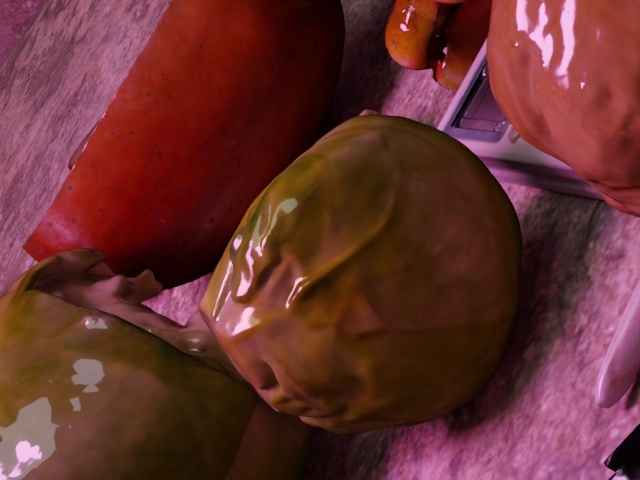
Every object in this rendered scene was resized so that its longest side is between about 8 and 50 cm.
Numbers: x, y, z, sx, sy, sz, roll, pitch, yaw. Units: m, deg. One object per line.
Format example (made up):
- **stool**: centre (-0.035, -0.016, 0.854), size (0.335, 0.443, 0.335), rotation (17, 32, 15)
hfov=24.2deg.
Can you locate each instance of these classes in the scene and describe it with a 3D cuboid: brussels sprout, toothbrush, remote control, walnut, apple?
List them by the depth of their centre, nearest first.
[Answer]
- **walnut**: centre (0.214, -0.131, 0.772), size (0.257, 0.224, 0.257), rotation (-35, 39, 34)
- **toothbrush**: centre (0.231, -0.039, 0.881), size (0.307, 0.025, 0.029), rotation (-62, 15, -7)
- **brussels sprout**: centre (0.033, 0.023, 0.983), size (0.161, 0.223, 0.223), rotation (29, 89, 51)
- **remote control**: centre (0.171, -0.088, 1.020), size (0.103, 0.055, 0.277), rotation (-61, 24, -5)
- **brussels sprout**: centre (-0.178, 0.160, 1.150), size (0.315, 0.276, 0.371), rotation (-53, 23, 6)
- **apple**: centre (-0.134, -0.134, 1.407), size (0.365, 0.295, 0.329), rotation (-55, 49, 17)

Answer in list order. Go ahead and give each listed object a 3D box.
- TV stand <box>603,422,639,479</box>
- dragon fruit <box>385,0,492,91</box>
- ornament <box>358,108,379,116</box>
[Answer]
- **TV stand**: centre (0.207, 0.087, 0.766), size (0.249, 0.036, 0.042), rotation (-51, 26, 19)
- **dragon fruit**: centre (0.106, -0.295, 1.169), size (0.307, 0.243, 0.227), rotation (-50, 15, 23)
- **ornament**: centre (0.000, 0.000, 1.249), size (0.201, 0.059, 0.180), rotation (-47, 21, 34)
